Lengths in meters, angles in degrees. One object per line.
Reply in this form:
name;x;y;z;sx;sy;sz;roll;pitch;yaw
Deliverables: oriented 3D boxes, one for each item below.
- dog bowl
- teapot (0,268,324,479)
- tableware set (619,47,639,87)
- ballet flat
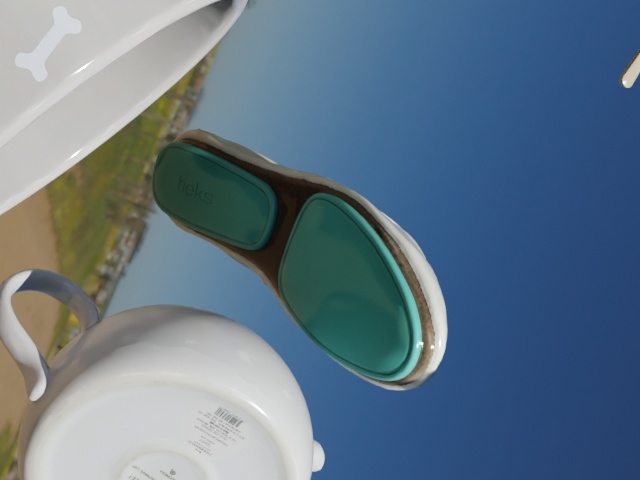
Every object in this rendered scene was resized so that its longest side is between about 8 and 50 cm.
dog bowl;-0.197;-0.119;0.782;0.349;0.102;0.349;-39;-177;3
teapot;-0.129;0.145;0.937;0.187;0.253;0.256;-96;180;-61
tableware set;0.329;-0.163;0.880;0.194;0.128;0.039;-57;-151;-10
ballet flat;0.000;0.000;1.021;0.400;0.139;0.139;33;-76;41
